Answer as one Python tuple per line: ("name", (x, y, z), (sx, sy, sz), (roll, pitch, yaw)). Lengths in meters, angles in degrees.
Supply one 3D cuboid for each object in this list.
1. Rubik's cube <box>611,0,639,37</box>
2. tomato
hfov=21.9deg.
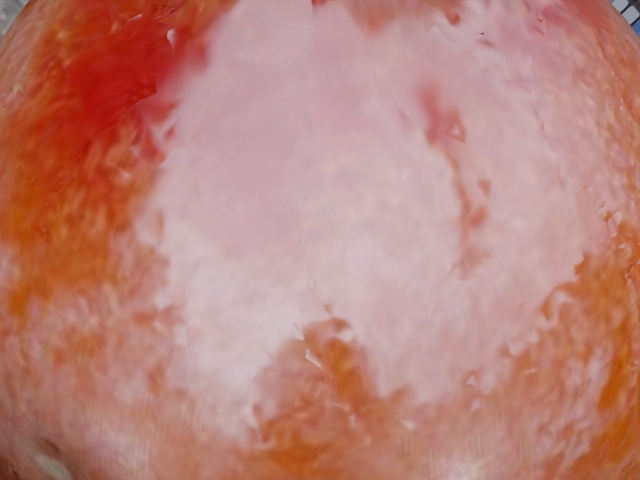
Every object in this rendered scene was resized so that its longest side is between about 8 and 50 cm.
("Rubik's cube", (0.204, -0.093, 0.891), (0.092, 0.092, 0.092), (40, 106, -20))
("tomato", (0.000, 0.000, 0.559), (0.265, 0.265, 0.264), (-1, 71, 4))
